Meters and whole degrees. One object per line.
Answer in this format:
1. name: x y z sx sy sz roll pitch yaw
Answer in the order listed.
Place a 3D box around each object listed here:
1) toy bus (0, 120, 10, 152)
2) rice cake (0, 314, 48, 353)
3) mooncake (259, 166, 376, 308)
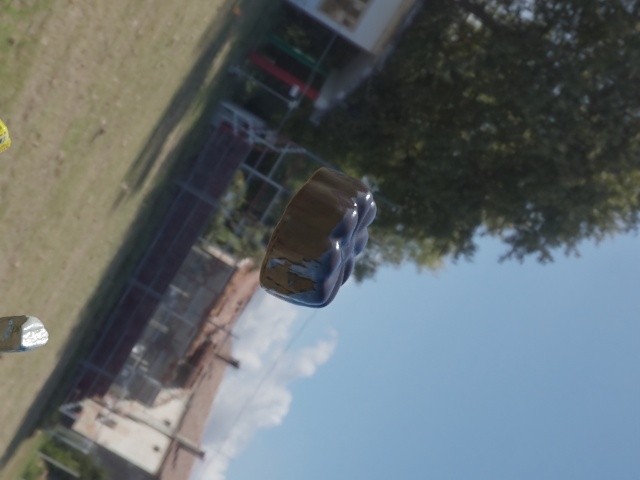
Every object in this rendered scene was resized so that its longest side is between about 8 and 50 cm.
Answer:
1. toy bus: -0.708 -0.277 1.586 0.144 0.330 0.152 -41 -174 -22
2. rice cake: -0.494 0.137 1.223 0.057 0.256 0.052 -40 121 -65
3. mooncake: 0.000 0.000 1.898 0.306 0.154 0.306 23 90 -78
